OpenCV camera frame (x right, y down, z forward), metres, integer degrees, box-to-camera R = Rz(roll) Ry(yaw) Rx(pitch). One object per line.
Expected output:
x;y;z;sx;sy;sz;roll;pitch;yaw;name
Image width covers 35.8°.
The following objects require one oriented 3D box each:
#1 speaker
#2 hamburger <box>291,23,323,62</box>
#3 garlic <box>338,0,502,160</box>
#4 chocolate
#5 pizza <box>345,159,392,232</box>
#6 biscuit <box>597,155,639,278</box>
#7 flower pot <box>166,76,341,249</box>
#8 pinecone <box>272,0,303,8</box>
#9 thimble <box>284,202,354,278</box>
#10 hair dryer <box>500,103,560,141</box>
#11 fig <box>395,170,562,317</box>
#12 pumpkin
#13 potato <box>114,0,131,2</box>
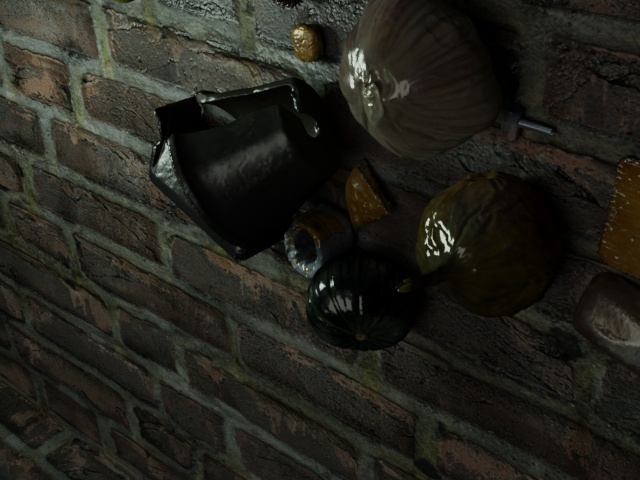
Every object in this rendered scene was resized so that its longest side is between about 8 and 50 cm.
-0.245;-0.150;2.370;0.388;0.180;0.184;41;133;19;speaker
-0.027;-0.413;2.068;0.076;0.044;0.083;10;119;42;hamburger
0.163;-0.296;1.782;0.317;0.259;0.318;22;130;29;garlic
0.573;0.177;1.808;0.261;0.083;0.161;34;134;27;chocolate
0.107;-0.090;2.146;0.130;0.041;0.178;17;126;42;pizza
0.601;-0.012;1.708;0.236;0.013;0.232;27;132;31;biscuit
-0.107;-0.188;2.119;0.251;0.379;0.379;-25;96;29;flower pot
-0.079;-0.523;2.014;0.102;0.102;0.109;-5;122;47;pinecone
-0.002;0.001;2.258;0.127;0.117;0.151;38;140;26;thimble
0.382;-0.202;1.795;0.114;0.037;0.063;21;131;27;hair dryer
0.256;0.031;1.829;0.286;0.368;0.286;28;127;43;fig
0.093;0.132;2.183;0.249;0.216;0.250;5;123;7;pumpkin
-0.488;-0.661;2.304;0.228;0.148;0.197;60;155;-8;potato
